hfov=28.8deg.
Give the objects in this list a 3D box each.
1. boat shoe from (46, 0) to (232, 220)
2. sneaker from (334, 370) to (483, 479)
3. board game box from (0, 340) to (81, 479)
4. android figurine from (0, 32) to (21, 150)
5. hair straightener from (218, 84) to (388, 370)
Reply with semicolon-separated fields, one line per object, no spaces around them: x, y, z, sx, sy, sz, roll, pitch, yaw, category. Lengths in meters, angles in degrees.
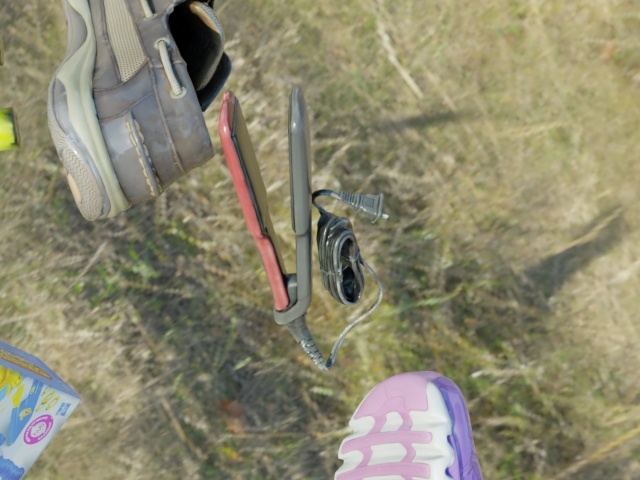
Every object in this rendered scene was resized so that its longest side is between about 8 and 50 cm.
-0.136;-0.148;1.020;0.130;0.132;0.355;-11;42;2;boat shoe
0.078;0.188;0.697;0.105;0.095;0.236;-6;88;-33;sneaker
-0.426;0.221;1.221;0.086;0.302;0.308;35;86;27;board game box
-0.432;-0.127;1.189;0.273;0.056;0.248;-8;110;-6;android figurine
0.000;0.000;0.789;0.089;0.230;0.047;-6;40;6;hair straightener
